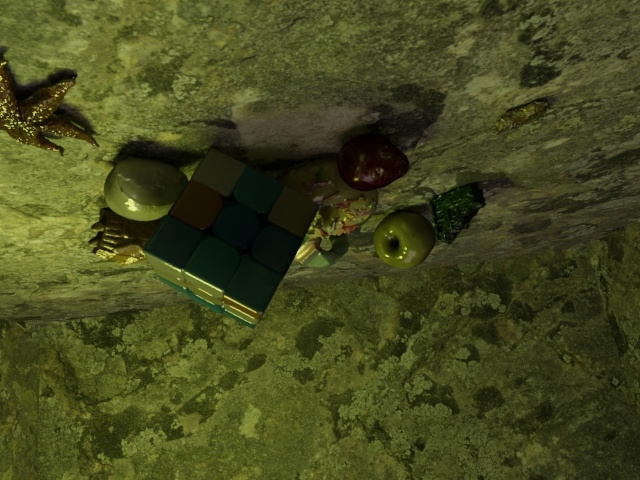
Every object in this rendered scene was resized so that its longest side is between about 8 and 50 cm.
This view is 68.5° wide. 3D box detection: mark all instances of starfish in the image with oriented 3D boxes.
[{"bbox_3d":[-0.591,-0.255,0.957,0.299,0.060,0.302,6,158,-35],"label":"starfish"}]

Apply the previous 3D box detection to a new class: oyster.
[{"bbox_3d":[0.557,-0.344,1.289,0.146,0.045,0.122,-4,150,-16],"label":"oyster"}]

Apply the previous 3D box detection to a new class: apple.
[{"bbox_3d":[0.363,-0.001,2.008,0.262,0.262,0.262,-8,164,-2],"label":"apple"}]

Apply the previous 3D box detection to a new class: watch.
[{"bbox_3d":[0.000,0.000,1.821,0.241,0.253,0.161,27,127,-35],"label":"watch"}]

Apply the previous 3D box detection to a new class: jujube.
[{"bbox_3d":[0.157,-0.214,1.318,0.236,0.168,0.168,-2,164,-45],"label":"jujube"}]

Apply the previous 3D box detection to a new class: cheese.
[{"bbox_3d":[-0.482,-0.133,1.272,0.189,0.155,0.198,-15,164,41],"label":"cheese"}]

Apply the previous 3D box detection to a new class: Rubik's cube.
[{"bbox_3d":[-0.246,0.013,1.342,0.344,0.347,0.347,27,158,-1],"label":"Rubik's cube"}]

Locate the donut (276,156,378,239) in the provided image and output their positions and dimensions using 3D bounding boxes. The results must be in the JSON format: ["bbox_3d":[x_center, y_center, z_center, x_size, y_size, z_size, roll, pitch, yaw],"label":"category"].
[{"bbox_3d":[0.039,-0.130,1.512,0.307,0.150,0.371,-15,157,6],"label":"donut"}]

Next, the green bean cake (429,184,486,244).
[{"bbox_3d":[0.540,-0.104,1.837,0.208,0.194,0.107,-23,153,38],"label":"green bean cake"}]

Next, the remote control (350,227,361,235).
[{"bbox_3d":[0.086,-0.089,1.836,0.051,0.103,0.293,12,178,34],"label":"remote control"}]

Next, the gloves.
[{"bbox_3d":[-0.610,-0.020,1.578,0.155,0.203,0.356,-40,158,21],"label":"gloves"}]
